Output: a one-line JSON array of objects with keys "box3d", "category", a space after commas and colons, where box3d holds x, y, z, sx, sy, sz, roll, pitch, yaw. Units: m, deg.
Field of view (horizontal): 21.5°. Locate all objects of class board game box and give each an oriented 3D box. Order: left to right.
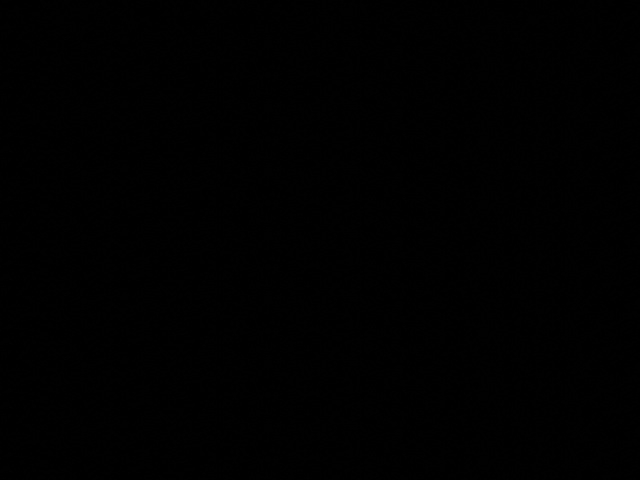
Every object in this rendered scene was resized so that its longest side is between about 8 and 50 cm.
[{"box3d": [-0.030, 0.055, 0.196, 0.356, 0.356, 0.356, 41, 50, -24], "category": "board game box"}]
